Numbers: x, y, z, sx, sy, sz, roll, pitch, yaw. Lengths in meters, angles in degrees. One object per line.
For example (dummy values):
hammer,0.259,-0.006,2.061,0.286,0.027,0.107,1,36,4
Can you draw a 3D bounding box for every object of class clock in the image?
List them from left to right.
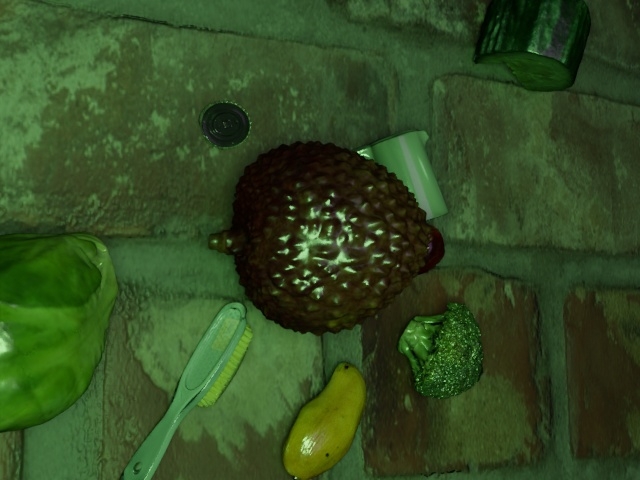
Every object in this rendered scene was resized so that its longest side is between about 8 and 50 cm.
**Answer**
clock,-0.141,-0.174,1.191,0.083,0.010,0.074,-20,92,-28

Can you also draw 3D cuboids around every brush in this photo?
brush,-0.173,0.223,1.097,0.060,0.068,0.297,46,67,-38

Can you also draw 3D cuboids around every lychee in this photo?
lychee,0.000,0.000,1.087,0.304,0.276,0.276,-5,85,-9

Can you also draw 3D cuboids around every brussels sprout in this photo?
brussels sprout,-0.356,0.095,0.933,0.271,0.219,0.210,-39,119,-46

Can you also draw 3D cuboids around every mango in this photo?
mango,0.010,0.271,1.172,0.098,0.075,0.190,49,58,-22

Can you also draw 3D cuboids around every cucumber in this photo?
cucumber,0.384,-0.350,1.399,0.191,0.191,0.130,23,81,-23

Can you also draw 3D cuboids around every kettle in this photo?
kettle,0.127,-0.094,1.283,0.098,0.127,0.148,-17,88,-60

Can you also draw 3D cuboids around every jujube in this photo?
jujube,0.141,0.025,1.274,0.129,0.077,0.077,-26,95,-22

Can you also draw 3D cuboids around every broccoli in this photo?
broccoli,0.197,0.172,1.256,0.138,0.146,0.162,31,83,13
